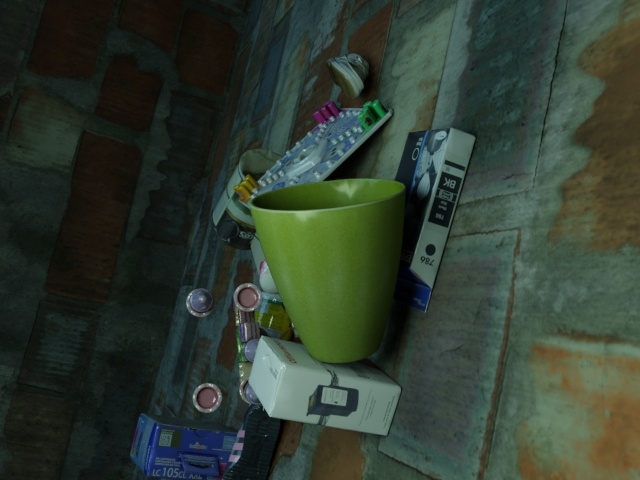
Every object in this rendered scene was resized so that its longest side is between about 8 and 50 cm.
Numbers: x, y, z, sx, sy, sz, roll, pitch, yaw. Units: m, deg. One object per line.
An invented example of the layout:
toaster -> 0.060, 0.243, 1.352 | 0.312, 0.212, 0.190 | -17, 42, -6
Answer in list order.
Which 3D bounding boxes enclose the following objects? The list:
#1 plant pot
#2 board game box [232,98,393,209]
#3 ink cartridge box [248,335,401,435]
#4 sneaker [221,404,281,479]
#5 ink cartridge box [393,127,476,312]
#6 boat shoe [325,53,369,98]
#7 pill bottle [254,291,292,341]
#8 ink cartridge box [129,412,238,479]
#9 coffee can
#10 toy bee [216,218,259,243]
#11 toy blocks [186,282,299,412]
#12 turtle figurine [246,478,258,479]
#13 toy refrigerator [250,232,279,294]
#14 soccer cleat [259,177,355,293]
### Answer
plant pot -> 0.026, 0.058, 1.161 | 0.275, 0.274, 0.294 | -146, 48, -68
board game box -> -0.041, -0.219, 1.649 | 0.390, 0.050, 0.390 | -44, 21, -6
ink cartridge box -> 0.002, 0.269, 1.205 | 0.172, 0.237, 0.100 | 25, 99, 69
sneaker -> -0.174, 0.543, 1.673 | 0.131, 0.112, 0.319 | -92, 24, -77
ink cartridge box -> 0.182, -0.043, 1.219 | 0.165, 0.065, 0.333 | 14, 90, 68
boat shoe -> 0.082, -0.450, 1.703 | 0.096, 0.098, 0.277 | -26, 28, 3
pill bottle -> -0.133, 0.250, 1.722 | 0.117, 0.117, 0.209 | -9, 67, 67
ink cartridge box -> -0.389, 0.612, 1.897 | 0.395, 0.269, 0.151 | 156, 125, -64
coffee can -> -0.216, -0.130, 2.076 | 0.275, 0.201, 0.202 | -54, 29, 42
toy bee -> -0.090, -0.013, 1.683 | 0.162, 0.298, 0.195 | 69, -139, -59
toy blocks -> -0.146, 0.235, 1.487 | 0.260, 0.308, 0.289 | 143, 122, -72
turtle figurine -> -0.170, 0.701, 1.542 | 0.269, 0.087, 0.218 | 174, 117, -77
toy refrigerator -> -0.124, 0.051, 1.860 | 0.269, 0.102, 0.094 | -116, 46, -61
soccer cleat -> 0.000, 0.000, 1.430 | 0.331, 0.116, 0.143 | -49, 47, -5
